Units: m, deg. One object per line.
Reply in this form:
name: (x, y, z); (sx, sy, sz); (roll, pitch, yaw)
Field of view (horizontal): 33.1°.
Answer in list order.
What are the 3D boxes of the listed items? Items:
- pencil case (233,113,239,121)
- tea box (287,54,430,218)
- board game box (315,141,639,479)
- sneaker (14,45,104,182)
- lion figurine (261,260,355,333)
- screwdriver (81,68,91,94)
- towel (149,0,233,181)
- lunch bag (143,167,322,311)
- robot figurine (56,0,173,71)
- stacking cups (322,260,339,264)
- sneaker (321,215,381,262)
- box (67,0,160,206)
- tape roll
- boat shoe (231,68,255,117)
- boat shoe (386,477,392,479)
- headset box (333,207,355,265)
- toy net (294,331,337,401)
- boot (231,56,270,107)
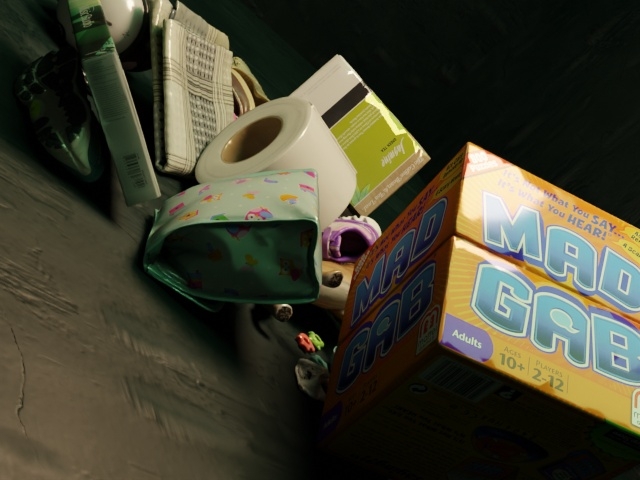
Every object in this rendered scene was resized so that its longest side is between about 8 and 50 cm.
pencil case: (-0.235, -0.270, 2.244); (0.209, 0.098, 0.095); (52, 14, 18)
tea box: (0.048, -0.221, 2.552); (0.323, 0.220, 0.329); (49, -7, -3)
board game box: (0.253, 0.152, 1.585); (0.356, 0.356, 0.356); (25, 50, -14)
sneaker: (-0.383, -0.190, 1.608); (0.110, 0.107, 0.275); (63, 4, -47)
lion figurine: (-0.006, 0.081, 1.889); (0.392, 0.142, 0.240); (29, 2, -39)
screwdriver: (-0.373, -0.235, 1.895); (0.170, 0.025, 0.024); (52, 10, -25)
towel: (-0.225, -0.269, 2.016); (0.312, 0.056, 0.324); (11, 74, -69)
lunch bag: (-0.129, -0.005, 1.612); (0.223, 0.262, 0.160); (-93, 180, -67)
robot figurine: (-0.378, -0.409, 2.030); (0.278, 0.209, 0.174); (0, 81, -74)
stacking cups: (0.084, 0.123, 2.150); (0.316, 0.096, 0.096); (40, 16, -33)
sneaker: (0.000, 0.000, 2.002); (0.236, 0.095, 0.104); (1, 18, -4)
box: (-0.317, -0.222, 1.633); (0.322, 0.058, 0.232); (-123, -162, -58)
tape roll: (-0.080, -0.119, 1.930); (0.169, 0.246, 0.246); (54, 9, -30)
boat shoe: (-0.278, -0.366, 2.369); (0.342, 0.123, 0.123); (53, 28, 19)
boat shoe: (0.186, 0.393, 1.683); (0.320, 0.118, 0.103); (58, 11, 11)
headset box: (-0.024, -0.037, 2.228); (0.293, 0.110, 0.218); (29, 23, -55)
toy net: (0.002, 0.200, 1.786); (0.122, 0.045, 0.232); (50, 13, 7)
boot: (-0.216, -0.419, 2.772); (0.213, 0.077, 0.165); (40, 16, -52)
